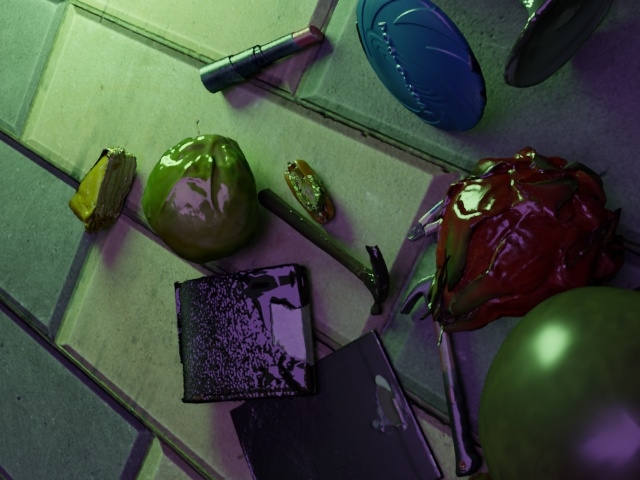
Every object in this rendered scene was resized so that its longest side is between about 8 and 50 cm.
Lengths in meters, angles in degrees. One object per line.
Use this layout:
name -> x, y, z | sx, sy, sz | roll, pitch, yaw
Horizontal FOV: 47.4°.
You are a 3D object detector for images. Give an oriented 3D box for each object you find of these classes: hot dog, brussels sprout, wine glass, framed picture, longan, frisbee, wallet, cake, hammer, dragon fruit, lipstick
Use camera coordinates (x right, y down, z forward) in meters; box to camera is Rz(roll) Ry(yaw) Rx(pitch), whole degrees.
hot dog -> -0.020, -0.081, 1.198 | 0.056, 0.041, 0.133 | -43, 66, 22
brussels sprout -> -0.196, -0.069, 1.235 | 0.223, 0.161, 0.223 | 2, 94, 35
wine glass -> 0.188, -0.407, 0.987 | 0.406, 0.267, 0.267 | 46, 109, 21
framed picture -> 0.010, 0.322, 1.161 | 0.324, 0.013, 0.244 | -33, 70, 25
longan -> 0.352, 0.201, 0.772 | 0.361, 0.361, 0.360 | -3, 84, 32
frisbee -> 0.128, -0.243, 1.016 | 0.045, 0.242, 0.242 | -41, 61, -15
wallet -> -0.134, 0.161, 1.230 | 0.262, 0.071, 0.220 | -9, 78, 26
cake -> -0.434, -0.110, 1.452 | 0.116, 0.080, 0.184 | 30, 111, 43
hammer -> -0.001, 0.000, 1.167 | 0.297, 0.027, 0.125 | 38, 139, 33
dragon fruit -> 0.242, 0.020, 0.916 | 0.234, 0.234, 0.293 | 31, 87, 30
lipstick -> -0.101, -0.316, 1.269 | 0.234, 0.053, 0.053 | -14, 78, 27
hammer -> 0.187, 0.191, 1.050 | 0.111, 0.033, 0.287 | -16, 78, 29

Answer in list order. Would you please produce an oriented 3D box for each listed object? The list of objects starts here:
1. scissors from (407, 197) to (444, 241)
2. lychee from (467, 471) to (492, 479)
scissors -> 0.175, -0.033, 1.089 | 0.113, 0.012, 0.039 | -38, 67, 23
lychee -> 0.223, 0.394, 0.922 | 0.188, 0.188, 0.188 | -3, 84, 32
